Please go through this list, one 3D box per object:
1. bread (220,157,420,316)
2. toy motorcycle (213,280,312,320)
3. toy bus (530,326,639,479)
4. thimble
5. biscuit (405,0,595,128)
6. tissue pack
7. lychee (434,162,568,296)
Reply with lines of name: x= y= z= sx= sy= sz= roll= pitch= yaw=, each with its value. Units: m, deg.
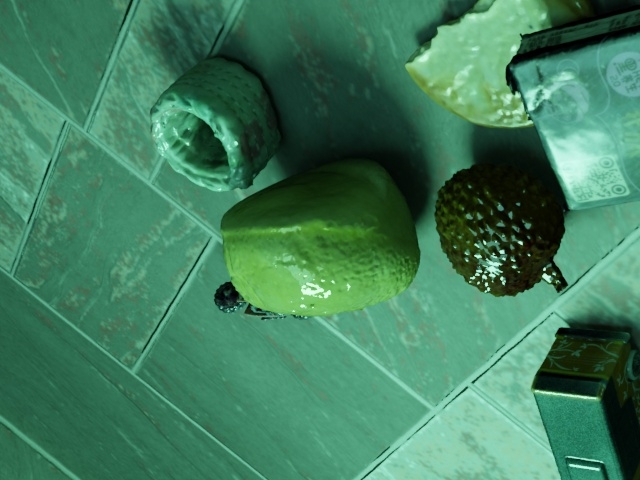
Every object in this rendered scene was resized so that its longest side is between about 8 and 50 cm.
bread: x=0.004 y=0.011 z=1.931 sx=0.320 sy=0.320 sz=0.237 roll=-11 pitch=103 yaw=44
toy motorcycle: x=-0.094 y=0.088 z=2.242 sx=0.212 sy=0.118 sz=0.084 roll=4 pitch=147 yaw=19
toy bus: x=0.452 y=0.294 z=1.952 sx=0.138 sy=0.167 sz=0.275 roll=3 pitch=129 yaw=36
thimble: x=-0.169 y=-0.186 z=1.997 sx=0.211 sy=0.149 sz=0.185 roll=44 pitch=139 yaw=-4
biscuit: x=0.272 y=-0.256 z=1.668 sx=0.204 sy=0.040 sz=0.309 roll=47 pitch=139 yaw=-9
tissue pack: x=0.448 y=-0.176 z=1.518 sx=0.361 sy=0.122 sz=0.259 roll=-11 pitch=123 yaw=32
lychee: x=0.278 y=-0.011 z=1.786 sx=0.238 sy=0.200 sz=0.200 roll=40 pitch=141 yaw=9
